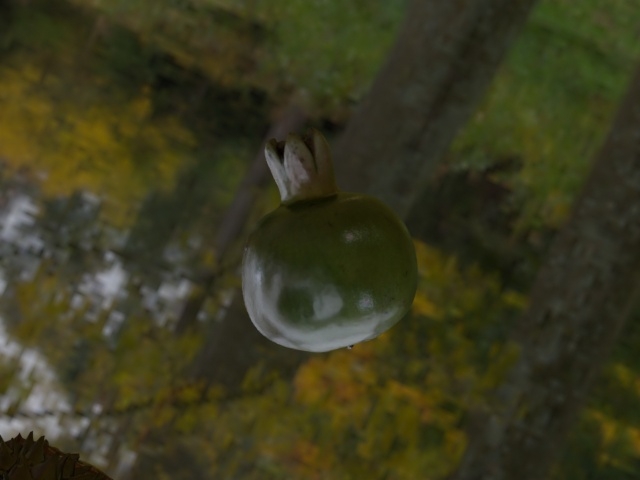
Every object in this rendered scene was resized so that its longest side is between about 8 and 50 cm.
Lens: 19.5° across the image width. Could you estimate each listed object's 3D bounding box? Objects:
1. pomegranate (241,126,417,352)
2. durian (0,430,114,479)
[{"bbox_3d":[0.005,0.009,1.776,0.179,0.211,0.179,-7,-149,4],"label":"pomegranate"},{"bbox_3d":[-0.250,0.322,1.475,0.347,0.348,0.384,25,179,4],"label":"durian"}]
